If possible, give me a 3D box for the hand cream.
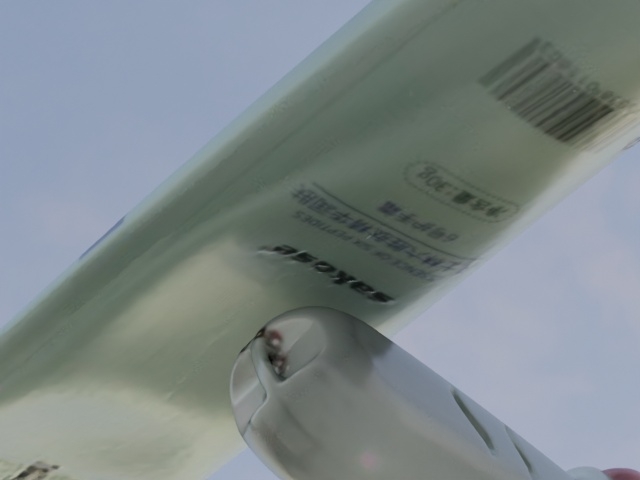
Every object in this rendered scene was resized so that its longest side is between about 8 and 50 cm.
[{"bbox_3d":[0.000,0.000,0.502,0.109,0.067,0.320,22,-50,-37],"label":"hand cream"}]

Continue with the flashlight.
[{"bbox_3d":[0.055,0.077,0.529,0.200,0.093,0.047,35,-72,-32],"label":"flashlight"}]
